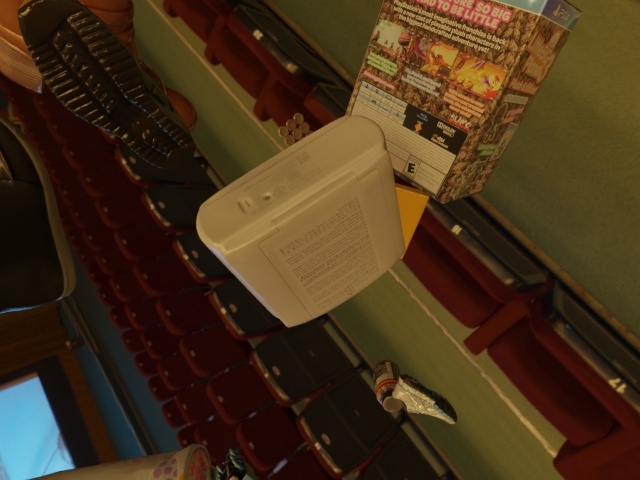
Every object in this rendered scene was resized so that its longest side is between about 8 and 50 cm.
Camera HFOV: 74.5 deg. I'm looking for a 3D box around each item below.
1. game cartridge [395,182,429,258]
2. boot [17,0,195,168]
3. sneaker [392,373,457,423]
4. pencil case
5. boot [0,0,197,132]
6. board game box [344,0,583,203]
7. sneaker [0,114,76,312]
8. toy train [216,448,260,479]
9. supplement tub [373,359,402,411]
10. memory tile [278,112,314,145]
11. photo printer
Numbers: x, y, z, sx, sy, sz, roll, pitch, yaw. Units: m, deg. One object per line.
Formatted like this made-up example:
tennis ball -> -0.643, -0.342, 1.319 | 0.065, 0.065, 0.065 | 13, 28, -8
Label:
game cartridge -> 0.207, -0.099, 1.592 | 0.323, 0.053, 0.286 | 18, 121, 1
boot -> -0.214, -0.176, 0.426 | 0.137, 0.076, 0.198 | 62, 178, 30
sneaker -> 0.287, 0.456, 1.174 | 0.190, 0.071, 0.083 | 32, 108, 11
pencil case -> -0.265, 0.325, 0.500 | 0.124, 0.272, 0.114 | 80, 179, -62
boot -> -0.273, -0.263, 0.562 | 0.220, 0.283, 0.109 | -36, 40, 45
board game box -> 0.193, -0.245, 0.652 | 0.232, 0.141, 0.291 | 40, 127, 29
sneaker -> -0.348, -0.029, 0.430 | 0.083, 0.118, 0.222 | -19, 94, 26
toy train -> -0.224, 0.640, 1.145 | 0.105, 0.080, 0.184 | 43, 161, -4
supplement tub -> 0.252, 0.536, 1.545 | 0.105, 0.198, 0.106 | 0, 109, 1
memory tile -> -0.071, -0.351, 1.445 | 0.012, 0.113, 0.148 | 18, 149, 56
photo printer -> 0.000, 0.000, 0.623 | 0.107, 0.255, 0.308 | 55, 176, 34
